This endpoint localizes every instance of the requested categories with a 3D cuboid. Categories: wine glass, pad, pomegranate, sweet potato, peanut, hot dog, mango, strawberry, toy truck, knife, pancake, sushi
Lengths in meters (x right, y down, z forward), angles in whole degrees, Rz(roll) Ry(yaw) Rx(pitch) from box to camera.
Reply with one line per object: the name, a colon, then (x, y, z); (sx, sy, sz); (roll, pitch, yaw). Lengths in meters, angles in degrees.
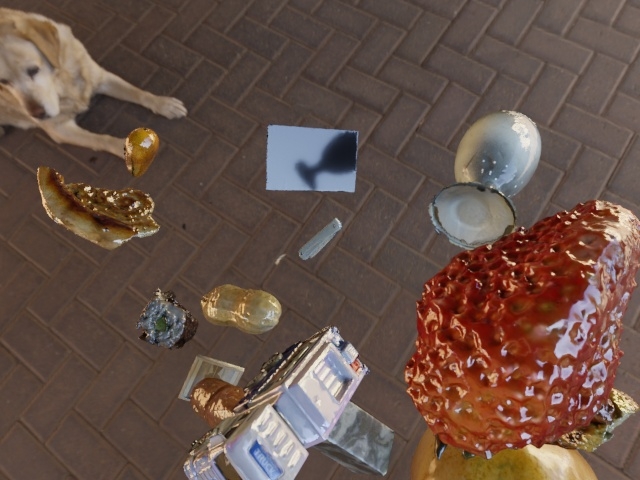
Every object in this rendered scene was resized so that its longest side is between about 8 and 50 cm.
wine glass: (0.380, -0.147, 0.969); (0.190, 0.190, 0.357); (23, 47, 15)
pad: (-0.024, -0.255, 1.368); (0.299, 0.005, 0.202); (-1, 103, -18)
pomegranate: (0.388, 0.534, 0.945); (0.416, 0.417, 0.417); (-2, 67, 5)
sweet potato: (-0.223, 0.421, 1.068); (0.131, 0.336, 0.131); (4, 82, -31)
peanut: (-0.230, 0.195, 1.237); (0.290, 0.130, 0.130); (6, 66, 33)
hot dog: (0.396, 0.274, 0.708); (0.146, 0.213, 0.103); (-31, 75, -21)
mango: (-0.520, -0.260, 1.244); (0.084, 0.159, 0.105); (35, 42, -16)
strawberry: (0.164, 0.072, 0.325); (0.175, 0.107, 0.236); (15, 93, 1)
toy truck: (-0.049, 0.247, 0.615); (0.155, 0.268, 0.124); (-39, 90, 33)
knife: (0.000, 0.000, 1.248); (0.162, 0.023, 0.044); (-42, 77, 20)
pancake: (-0.481, -0.065, 0.934); (0.257, 0.056, 0.212); (7, 40, -25)
sushi: (-0.283, 0.150, 0.806); (0.094, 0.084, 0.098); (26, 77, 7)

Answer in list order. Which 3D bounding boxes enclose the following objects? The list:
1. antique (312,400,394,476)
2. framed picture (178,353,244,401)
antique: (0.046, 0.370, 0.830); (0.183, 0.086, 0.088); (41, 48, -22)
framed picture: (-0.336, 0.438, 1.320); (0.150, 0.203, 0.015); (22, 29, -13)
